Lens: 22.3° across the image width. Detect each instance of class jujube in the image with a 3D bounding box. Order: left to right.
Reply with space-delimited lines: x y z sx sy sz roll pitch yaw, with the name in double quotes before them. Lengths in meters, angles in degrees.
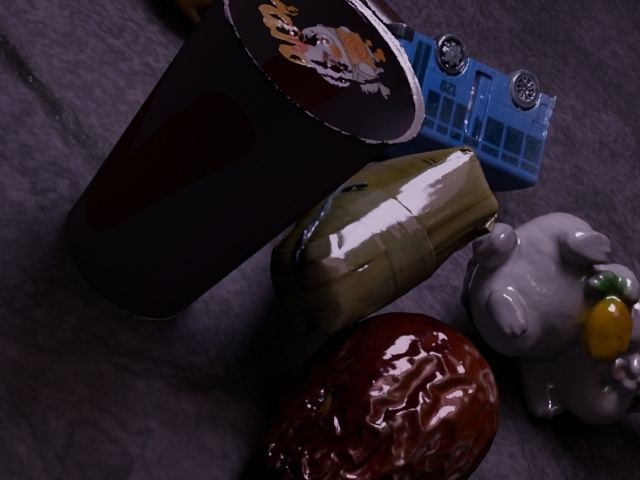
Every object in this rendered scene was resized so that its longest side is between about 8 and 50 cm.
"jujube" 0.042 0.158 1.352 0.236 0.168 0.168 -33 80 -35

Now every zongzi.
"zongzi" 0.000 0.000 1.448 0.228 0.256 0.115 -32 112 -36

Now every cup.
"cup" -0.079 -0.071 1.324 0.203 0.288 0.203 28 38 -24

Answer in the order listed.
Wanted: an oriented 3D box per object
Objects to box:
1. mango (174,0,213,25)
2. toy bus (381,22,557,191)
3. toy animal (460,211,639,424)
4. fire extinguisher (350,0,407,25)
"mango" -0.096 -0.350 1.706 0.177 0.120 0.295 24 56 -36
"toy bus" 0.130 -0.140 1.749 0.234 0.116 0.134 20 78 -33
"toy animal" 0.284 0.084 1.633 0.325 0.209 0.154 9 8 -28
"fire extinguisher" 0.005 -0.289 1.824 0.268 0.072 0.089 47 12 1
